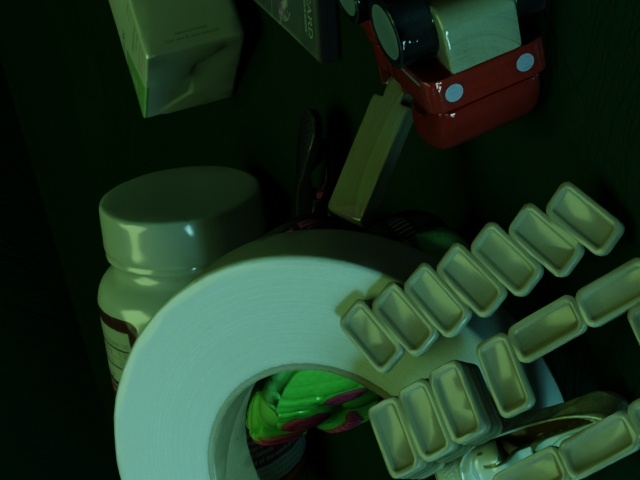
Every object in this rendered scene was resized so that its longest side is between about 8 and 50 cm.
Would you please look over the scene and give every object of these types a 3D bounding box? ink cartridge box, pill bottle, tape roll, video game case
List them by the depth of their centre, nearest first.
[{"bbox_3d":[0.016,0.183,1.371,0.072,0.392,0.392,-41,-54,-61],"label":"tape roll"},{"bbox_3d":[-0.047,-0.316,1.687,0.274,0.026,0.196,-132,33,-54],"label":"video game case"},{"bbox_3d":[-0.199,-0.346,1.944,0.207,0.119,0.354,114,140,-73],"label":"ink cartridge box"},{"bbox_3d":[-0.141,0.125,1.984,0.224,0.224,0.392,-138,38,-61],"label":"pill bottle"}]

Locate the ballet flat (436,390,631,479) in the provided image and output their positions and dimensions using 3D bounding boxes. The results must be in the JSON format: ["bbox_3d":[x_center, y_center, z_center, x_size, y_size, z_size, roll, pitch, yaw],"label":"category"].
[{"bbox_3d":[0.151,0.154,1.232,0.057,0.168,0.052,58,-154,-9],"label":"ballet flat"}]

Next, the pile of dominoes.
[{"bbox_3d":[0.143,0.086,1.200,0.251,0.040,0.196,-32,67,28],"label":"pile of dominoes"}]

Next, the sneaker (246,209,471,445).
[{"bbox_3d":[0.001,0.061,1.573,0.483,0.185,0.202,134,123,-66],"label":"sneaker"}]

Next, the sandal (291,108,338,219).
[{"bbox_3d":[-0.004,-0.071,1.711,0.179,0.040,0.067,98,173,-55],"label":"sandal"}]

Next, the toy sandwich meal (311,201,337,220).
[{"bbox_3d":[0.000,0.000,1.772,0.085,0.029,0.086,166,90,-72],"label":"toy sandwich meal"}]

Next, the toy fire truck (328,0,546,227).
[{"bbox_3d":[0.073,-0.122,1.297,0.217,0.158,0.246,52,162,51],"label":"toy fire truck"}]
